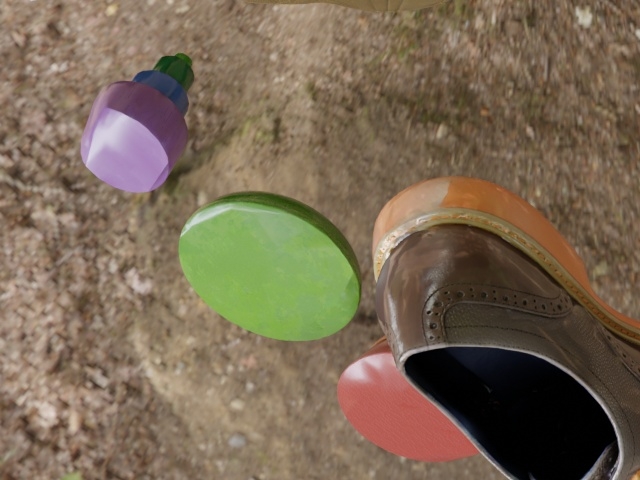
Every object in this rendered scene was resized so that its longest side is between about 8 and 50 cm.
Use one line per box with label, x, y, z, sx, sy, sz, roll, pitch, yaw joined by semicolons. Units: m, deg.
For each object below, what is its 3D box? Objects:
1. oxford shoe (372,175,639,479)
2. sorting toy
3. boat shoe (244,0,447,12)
oxford shoe;0.166;0.117;0.746;0.364;0.132;0.130;34;128;-22
sorting toy;0.000;0.000;0.881;0.365;0.126;0.127;42;135;-18
boat shoe;0.015;-0.204;0.919;0.170;0.063;0.059;4;79;-1
